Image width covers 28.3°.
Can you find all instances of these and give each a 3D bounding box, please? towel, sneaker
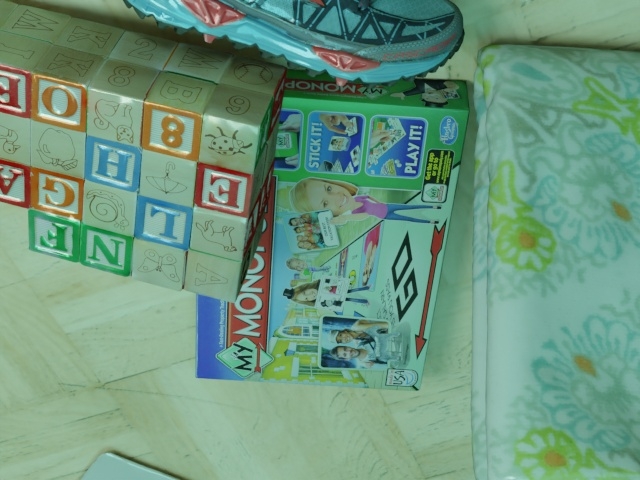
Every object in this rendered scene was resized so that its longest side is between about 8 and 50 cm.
[{"bbox_3d":[0.272,0.031,0.926,0.320,0.375,0.090,5,157,-5],"label":"towel"},{"bbox_3d":[-0.014,-0.193,0.903,0.261,0.104,0.125,12,126,-9],"label":"sneaker"}]

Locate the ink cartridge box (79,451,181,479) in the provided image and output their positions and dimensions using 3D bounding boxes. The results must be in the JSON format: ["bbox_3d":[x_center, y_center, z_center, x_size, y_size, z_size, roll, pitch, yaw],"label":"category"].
[{"bbox_3d":[-0.233,0.400,1.382,0.207,0.119,0.353,25,126,-18],"label":"ink cartridge box"}]

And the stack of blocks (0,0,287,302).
[{"bbox_3d":[-0.187,-0.075,0.976,0.297,0.087,0.171,14,130,4],"label":"stack of blocks"}]

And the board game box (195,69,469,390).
[{"bbox_3d":[0.000,0.000,1.098,0.213,0.046,0.317,3,129,-2],"label":"board game box"}]
